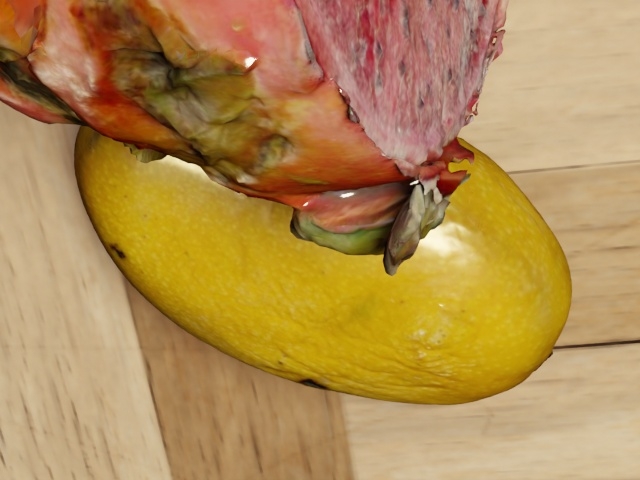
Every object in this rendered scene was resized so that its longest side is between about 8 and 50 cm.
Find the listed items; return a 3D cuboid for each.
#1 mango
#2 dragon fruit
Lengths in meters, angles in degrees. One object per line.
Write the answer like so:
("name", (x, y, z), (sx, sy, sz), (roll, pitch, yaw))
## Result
("mango", (0.002, -0.003, 0.789), (0.262, 0.109, 0.157), (25, 129, -3))
("dragon fruit", (-0.075, -0.163, 0.631), (0.262, 0.314, 0.296), (-1, 148, 25))
